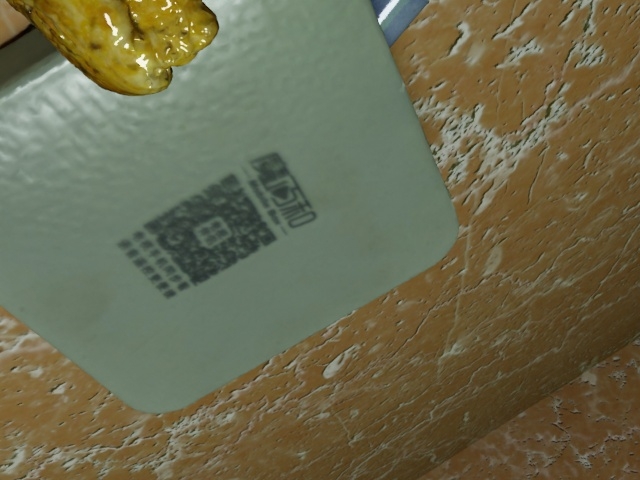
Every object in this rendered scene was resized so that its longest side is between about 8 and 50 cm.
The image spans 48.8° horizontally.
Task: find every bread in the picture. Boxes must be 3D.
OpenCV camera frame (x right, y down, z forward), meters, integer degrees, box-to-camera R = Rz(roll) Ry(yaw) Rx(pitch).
[{"bbox_3d":[-0.146,-0.167,0.365,0.083,0.114,0.211,-46,116,-7],"label":"bread"}]

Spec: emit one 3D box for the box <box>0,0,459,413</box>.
[{"bbox_3d":[-0.089,-0.038,0.595,0.373,0.090,0.367,-30,134,1],"label":"box"}]

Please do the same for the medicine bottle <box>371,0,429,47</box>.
[{"bbox_3d":[0.101,-0.254,0.573,0.059,0.059,0.231,15,123,-49],"label":"medicine bottle"}]
